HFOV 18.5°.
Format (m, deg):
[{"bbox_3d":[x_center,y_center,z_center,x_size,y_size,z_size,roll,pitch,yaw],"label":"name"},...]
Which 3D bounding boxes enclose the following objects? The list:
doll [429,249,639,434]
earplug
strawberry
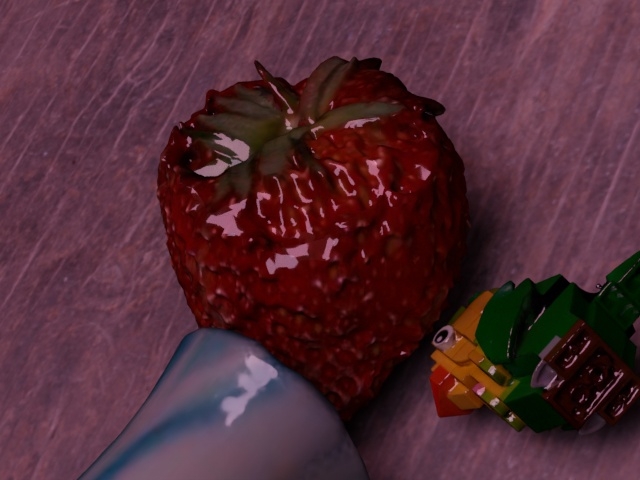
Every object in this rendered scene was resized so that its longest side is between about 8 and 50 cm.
[{"bbox_3d":[0.157,0.075,1.415,0.186,0.106,0.134,-11,45,50],"label":"doll"},{"bbox_3d":[-0.136,0.230,1.383,0.185,0.185,0.324,18,51,43],"label":"earplug"},{"bbox_3d":[-0.004,0.001,1.532,0.261,0.258,0.261,-15,31,9],"label":"strawberry"}]
